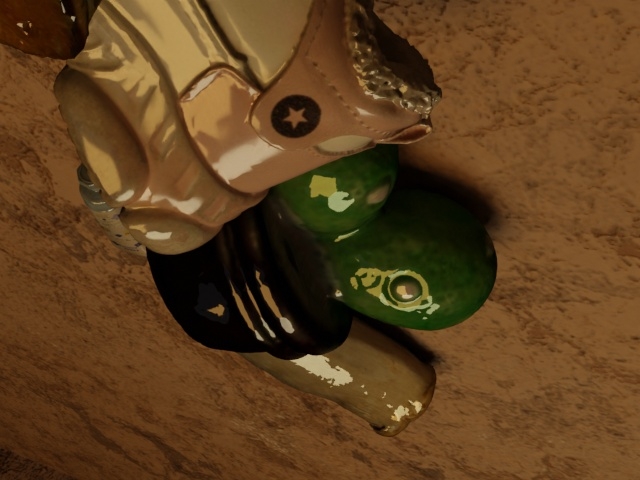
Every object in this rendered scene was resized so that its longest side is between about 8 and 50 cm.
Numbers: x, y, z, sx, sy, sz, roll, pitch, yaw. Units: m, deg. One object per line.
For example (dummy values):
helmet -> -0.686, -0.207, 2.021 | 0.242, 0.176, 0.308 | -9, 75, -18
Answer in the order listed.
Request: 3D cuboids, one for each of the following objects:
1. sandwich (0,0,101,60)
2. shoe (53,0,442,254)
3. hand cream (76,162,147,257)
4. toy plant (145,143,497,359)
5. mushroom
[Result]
sandwich -> -0.064, -0.218, 0.366 | 0.087, 0.251, 0.226 | 25, 155, 12
shoe -> -0.066, -0.176, 0.573 | 0.198, 0.172, 0.351 | -18, 121, 6
hand cream -> -0.199, -0.025, 1.078 | 0.065, 0.043, 0.170 | 17, 155, 16
toy plant -> 0.000, 0.000, 0.830 | 0.235, 0.175, 0.218 | -19, 129, 20
mushroom -> -0.023, 0.080, 1.073 | 0.123, 0.095, 0.351 | -29, 125, 36
